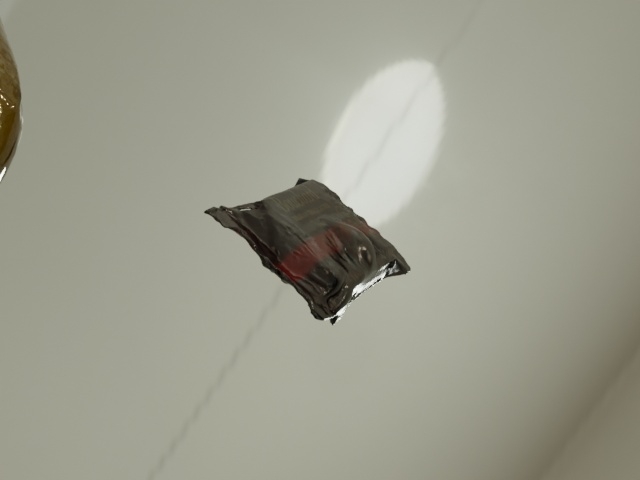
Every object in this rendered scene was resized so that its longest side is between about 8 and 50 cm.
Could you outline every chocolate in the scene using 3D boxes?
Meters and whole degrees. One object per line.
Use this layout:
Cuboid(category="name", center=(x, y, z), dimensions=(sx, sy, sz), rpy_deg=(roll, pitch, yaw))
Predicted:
Cuboid(category="chocolate", center=(0.000, 0.000, 0.967), dimensions=(0.086, 0.182, 0.028), rpy_deg=(43, -71, 10))

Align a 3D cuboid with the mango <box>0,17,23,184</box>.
Cuboid(category="mango", center=(-0.189, -0.068, 0.774), dimensions=(0.137, 0.098, 0.195), rpy_deg=(-49, -138, -12))
